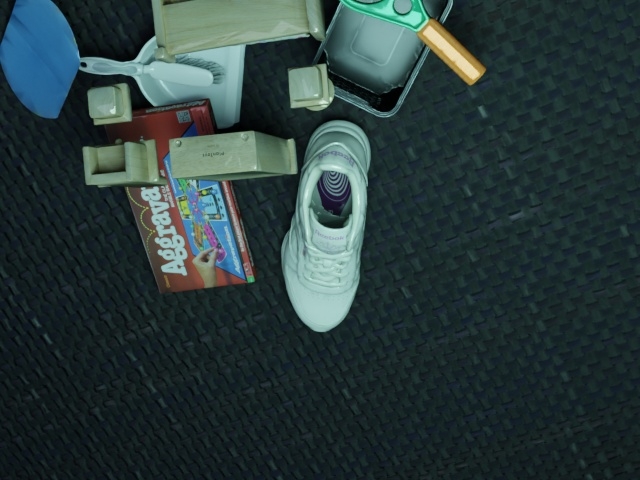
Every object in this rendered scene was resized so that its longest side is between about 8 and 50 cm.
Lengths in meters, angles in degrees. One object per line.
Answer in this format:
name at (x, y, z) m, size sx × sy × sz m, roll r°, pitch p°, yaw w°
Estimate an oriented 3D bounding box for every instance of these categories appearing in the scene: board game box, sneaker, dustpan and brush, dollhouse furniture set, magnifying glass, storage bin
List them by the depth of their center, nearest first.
magnifying glass at (0.103, -0.269, 1.134) m, size 0.231 × 0.026 × 0.092 m, roll 42°, pitch 113°, yaw -10°
dollhouse furniture set at (-0.134, -0.252, 1.181) m, size 0.303 × 0.174 × 0.355 m, roll -5°, pitch 90°, yaw 12°
storage bin at (0.076, -0.260, 1.200) m, size 0.122 × 0.084 × 0.180 m, roll 25°, pitch 116°, yaw -4°
dustpan and brush at (-0.210, -0.223, 1.268) m, size 0.211 × 0.060 × 0.147 m, roll 9°, pitch 116°, yaw 4°
board game box at (-0.360, -0.245, 1.279) m, size 0.133 × 0.033 × 0.169 m, roll 48°, pitch 132°, yaw 12°
sneaker at (0.000, 0.000, 1.294) m, size 0.114 × 0.152 × 0.305 m, roll 6°, pitch 117°, yaw 3°
board game box at (-0.189, -0.054, 1.338) m, size 0.145 × 0.027 × 0.281 m, roll -7°, pitch 122°, yaw 9°
